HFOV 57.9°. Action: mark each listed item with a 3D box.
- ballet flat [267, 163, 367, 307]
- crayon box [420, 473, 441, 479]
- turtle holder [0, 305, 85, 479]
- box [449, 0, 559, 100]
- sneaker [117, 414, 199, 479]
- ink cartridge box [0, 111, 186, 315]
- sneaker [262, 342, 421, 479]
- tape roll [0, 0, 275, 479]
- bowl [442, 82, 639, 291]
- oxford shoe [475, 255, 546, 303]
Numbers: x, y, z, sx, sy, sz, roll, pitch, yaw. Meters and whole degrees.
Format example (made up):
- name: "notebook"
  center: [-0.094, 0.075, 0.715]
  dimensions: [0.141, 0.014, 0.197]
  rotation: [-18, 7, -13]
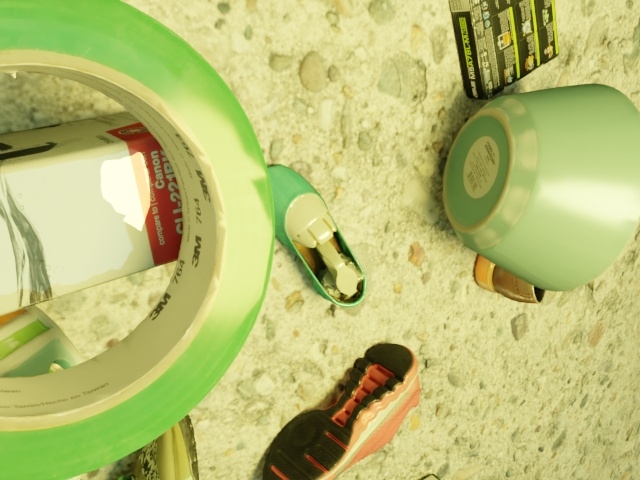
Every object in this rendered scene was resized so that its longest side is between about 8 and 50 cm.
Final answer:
- name: "ballet flat"
  center: [0.000, 0.000, 0.773]
  dimensions: [0.083, 0.087, 0.247]
  rotation: [-43, 126, -15]
- name: "crayon box"
  center: [0.104, 0.660, 1.081]
  dimensions: [0.362, 0.106, 0.313]
  rotation: [-15, 116, -30]
- name: "turtle holder"
  center: [-0.312, 0.197, 0.523]
  dimensions: [0.320, 0.243, 0.227]
  rotation: [53, 47, -15]
- name: "box"
  center: [0.283, -0.338, 0.878]
  dimensions: [0.184, 0.045, 0.191]
  rotation: [-35, 123, -23]
- name: "sneaker"
  center: [-0.252, 0.380, 0.712]
  dimensions: [0.181, 0.158, 0.411]
  rotation: [9, 97, -20]
- name: "ink cartridge box"
  center: [-0.258, -0.029, 0.506]
  dimensions: [0.272, 0.197, 0.114]
  rotation: [-20, 115, -29]
- name: "sneaker"
  center: [0.053, 0.310, 0.909]
  dimensions: [0.313, 0.116, 0.136]
  rotation: [-39, 127, -18]
- name: "tape roll"
  center: [-0.187, -0.001, 0.390]
  dimensions: [0.321, 0.077, 0.322]
  rotation: [-9, 106, -32]
- name: "bowl"
  center: [0.293, -0.087, 0.846]
  dimensions: [0.163, 0.311, 0.312]
  rotation: [7, 103, -17]
- name: "oxford shoe"
  center: [0.409, -0.060, 1.012]
  dimensions: [0.129, 0.132, 0.364]
  rotation: [17, 96, -38]
